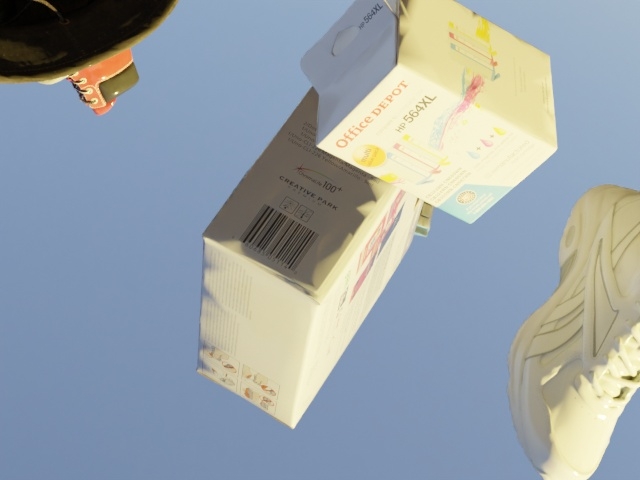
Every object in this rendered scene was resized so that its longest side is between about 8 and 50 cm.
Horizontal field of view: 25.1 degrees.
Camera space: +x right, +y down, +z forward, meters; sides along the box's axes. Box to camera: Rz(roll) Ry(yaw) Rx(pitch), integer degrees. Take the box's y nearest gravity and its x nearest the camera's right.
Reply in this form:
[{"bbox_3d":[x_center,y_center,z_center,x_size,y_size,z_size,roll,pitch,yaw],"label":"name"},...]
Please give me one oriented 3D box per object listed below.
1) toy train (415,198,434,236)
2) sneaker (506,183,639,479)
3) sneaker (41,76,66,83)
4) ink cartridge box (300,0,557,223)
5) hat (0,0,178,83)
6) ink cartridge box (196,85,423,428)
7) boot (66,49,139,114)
[{"bbox_3d":[0.118,-0.094,2.074,0.105,0.184,0.080,10,175,30],"label":"toy train"},{"bbox_3d":[0.209,0.061,1.005,0.090,0.232,0.115,30,160,-33],"label":"sneaker"},{"bbox_3d":[-0.349,-0.276,1.636,0.105,0.281,0.115,16,-127,17],"label":"sneaker"},{"bbox_3d":[0.065,-0.093,0.915,0.143,0.092,0.090,24,-134,-24],"label":"ink cartridge box"},{"bbox_3d":[-0.282,-0.237,1.356,0.331,0.134,0.331,4,-125,-6],"label":"hat"},{"bbox_3d":[0.000,0.000,1.453,0.130,0.309,0.272,30,-118,10],"label":"ink cartridge box"},{"bbox_3d":[-0.367,-0.240,1.977,0.244,0.176,0.088,-20,-152,-26],"label":"boot"}]
